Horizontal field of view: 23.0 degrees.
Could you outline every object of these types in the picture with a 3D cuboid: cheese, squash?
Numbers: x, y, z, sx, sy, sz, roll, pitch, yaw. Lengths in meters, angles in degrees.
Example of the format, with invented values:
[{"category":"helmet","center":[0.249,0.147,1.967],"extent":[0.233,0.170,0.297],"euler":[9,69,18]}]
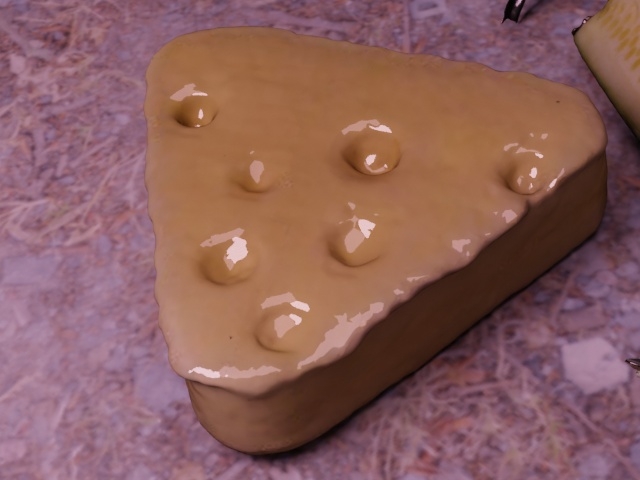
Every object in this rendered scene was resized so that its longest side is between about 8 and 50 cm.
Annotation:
[{"category":"cheese","center":[0.001,0.000,1.198],"extent":[0.384,0.104,0.384],"euler":[-5,49,6]},{"category":"squash","center":[0.326,-0.133,1.241],"extent":[0.169,0.093,0.252],"euler":[-51,43,27]}]

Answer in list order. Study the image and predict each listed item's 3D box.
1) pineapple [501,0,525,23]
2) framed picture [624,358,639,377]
[{"category":"pineapple","center":[0.272,-0.323,1.384],"extent":[0.364,0.165,0.165],"euler":[-24,50,-6]},{"category":"framed picture","center":[0.327,0.113,0.960],"extent":[0.216,0.273,0.016],"euler":[21,96,32]}]
